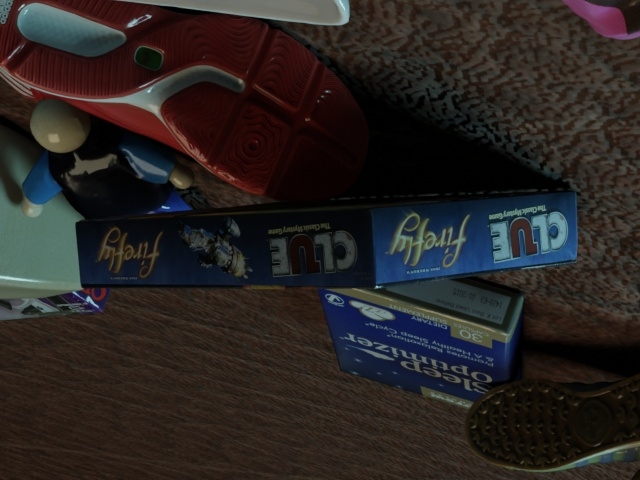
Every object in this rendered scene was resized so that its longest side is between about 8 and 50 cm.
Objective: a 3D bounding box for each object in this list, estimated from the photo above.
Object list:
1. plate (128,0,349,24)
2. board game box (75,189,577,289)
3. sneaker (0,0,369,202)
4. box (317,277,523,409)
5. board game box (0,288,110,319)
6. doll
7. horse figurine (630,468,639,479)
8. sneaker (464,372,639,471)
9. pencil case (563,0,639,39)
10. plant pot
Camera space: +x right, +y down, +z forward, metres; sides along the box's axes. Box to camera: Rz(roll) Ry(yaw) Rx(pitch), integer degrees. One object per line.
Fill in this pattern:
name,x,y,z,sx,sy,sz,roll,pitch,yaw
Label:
plate,-0.143,-0.196,0.689,0.277,0.045,0.278,14,156,43
board game box,0.000,0.000,0.991,0.165,0.042,0.243,-6,-176,-43
sneaker,-0.086,-0.091,0.949,0.221,0.087,0.128,27,178,-22
box,0.075,0.074,1.235,0.136,0.036,0.225,16,161,13
board game box,-0.350,0.004,1.425,0.346,0.056,0.208,-7,143,45
doll,-0.137,-0.032,1.144,0.129,0.046,0.189,-7,149,19
horse figurine,0.272,0.204,1.205,0.174,0.066,0.263,44,-175,-7
sneaker,0.197,0.126,1.172,0.192,0.064,0.086,-15,156,40
pencil case,0.064,-0.155,0.588,0.209,0.095,0.098,32,137,-32
plant pot,-0.214,-0.010,1.216,0.096,0.109,0.109,17,164,-31
